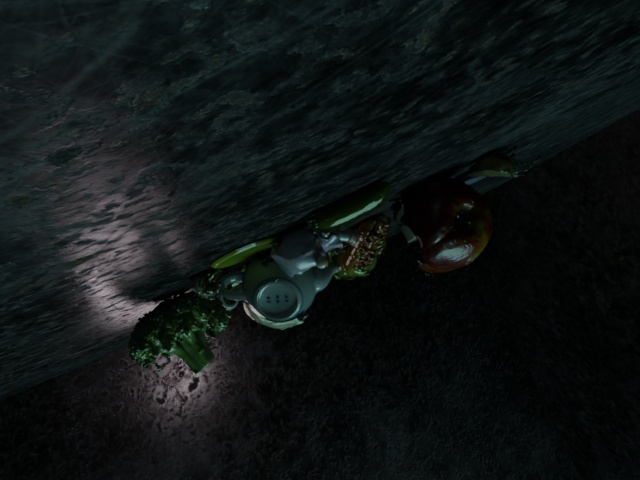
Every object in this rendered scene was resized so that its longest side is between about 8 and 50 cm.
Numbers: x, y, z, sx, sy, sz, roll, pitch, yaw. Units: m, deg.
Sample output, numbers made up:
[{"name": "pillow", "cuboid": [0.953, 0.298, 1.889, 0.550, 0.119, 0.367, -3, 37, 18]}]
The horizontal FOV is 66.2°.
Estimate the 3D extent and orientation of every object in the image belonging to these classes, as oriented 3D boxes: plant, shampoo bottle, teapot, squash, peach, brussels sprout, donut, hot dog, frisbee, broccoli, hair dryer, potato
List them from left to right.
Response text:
[{"name": "broccoli", "cuboid": [-0.510, 0.325, 1.817, 0.277, 0.317, 0.339, -38, -151, 18]}, {"name": "plant", "cuboid": [-0.362, 0.125, 1.582, 0.122, 0.104, 0.116, -52, -153, 8]}, {"name": "hair dryer", "cuboid": [-0.392, 0.253, 2.499, 0.357, 0.108, 0.173, -31, 180, -37]}, {"name": "frisbee", "cuboid": [-0.227, 0.038, 1.509, 0.235, 0.017, 0.236, -24, 175, -2]}, {"name": "donut", "cuboid": [-0.169, 0.208, 2.006, 0.307, 0.150, 0.371, -2, 133, -21]}, {"name": "teapot", "cuboid": [-0.140, 0.138, 1.682, 0.423, 0.253, 0.280, -6, -156, 1]}, {"name": "squash", "cuboid": [0.083, -0.088, 1.363, 0.257, 0.069, 0.069, -26, 174, 15]}, {"name": "brussels sprout", "cuboid": [0.173, 0.100, 2.651, 0.259, 0.227, 0.294, -9, -165, 47]}, {"name": "hot dog", "cuboid": [0.214, 0.024, 2.193, 0.158, 0.117, 0.349, -18, 151, -32]}, {"name": "peach", "cuboid": [0.451, -0.048, 1.843, 0.352, 0.340, 0.416, -18, 175, -18]}, {"name": "shampoo bottle", "cuboid": [0.666, -0.280, 2.023, 0.233, 0.049, 0.087, -24, 176, -4]}, {"name": "potato", "cuboid": [0.601, -0.278, 1.758, 0.171, 0.089, 0.100, 7, 175, 36]}]

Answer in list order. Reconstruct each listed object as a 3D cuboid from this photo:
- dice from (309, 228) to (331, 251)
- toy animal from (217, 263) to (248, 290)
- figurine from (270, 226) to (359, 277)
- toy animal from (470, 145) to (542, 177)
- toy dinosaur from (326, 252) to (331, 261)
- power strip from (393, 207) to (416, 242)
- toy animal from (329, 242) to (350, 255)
[{"name": "dice", "cuboid": [0.000, 0.000, 1.694, 0.094, 0.091, 0.093, -21, 174, -14]}, {"name": "toy animal", "cuboid": [-0.302, 0.129, 1.836, 0.181, 0.073, 0.136, -36, -177, -4]}, {"name": "figurine", "cuboid": [-0.017, 0.008, 1.501, 0.275, 0.133, 0.200, -29, -150, -9]}, {"name": "toy animal", "cuboid": [0.683, -0.277, 1.816, 0.176, 0.074, 0.217, -35, -146, -9]}, {"name": "toy dinosaur", "cuboid": [-0.077, 0.103, 2.212, 0.206, 0.113, 0.327, -21, 179, 23]}, {"name": "power strip", "cuboid": [0.518, -0.135, 2.196, 0.357, 0.162, 0.357, -25, 173, -3]}, {"name": "toy animal", "cuboid": [0.122, 0.007, 2.335, 0.208, 0.100, 0.103, -28, -147, 10]}]
